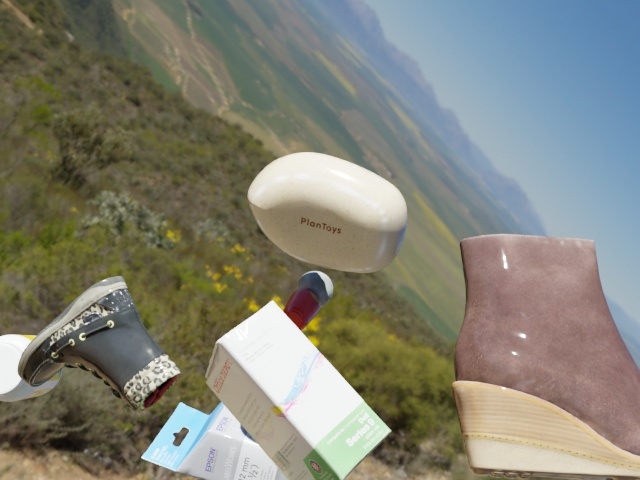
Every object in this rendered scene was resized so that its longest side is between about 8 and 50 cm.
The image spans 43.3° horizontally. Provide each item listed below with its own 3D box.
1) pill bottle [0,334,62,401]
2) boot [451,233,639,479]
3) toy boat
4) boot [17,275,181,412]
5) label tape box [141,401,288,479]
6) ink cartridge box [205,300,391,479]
[{"bbox_3d":[-0.546,0.228,1.450,0.117,0.118,0.208,48,-7,3],"label":"pill bottle"},{"bbox_3d":[0.235,0.095,0.668,0.090,0.249,0.206,89,5,-70],"label":"boot"},{"bbox_3d":[0.000,0.000,1.348,0.268,0.318,0.148,21,31,11],"label":"toy boat"},{"bbox_3d":[-0.323,0.186,1.164,0.178,0.236,0.085,51,21,10],"label":"boot"},{"bbox_3d":[-0.144,0.387,1.612,0.348,0.115,0.249,17,14,4],"label":"label tape box"},{"bbox_3d":[-0.035,0.199,0.982,0.212,0.093,0.154,45,-30,11],"label":"ink cartridge box"}]
